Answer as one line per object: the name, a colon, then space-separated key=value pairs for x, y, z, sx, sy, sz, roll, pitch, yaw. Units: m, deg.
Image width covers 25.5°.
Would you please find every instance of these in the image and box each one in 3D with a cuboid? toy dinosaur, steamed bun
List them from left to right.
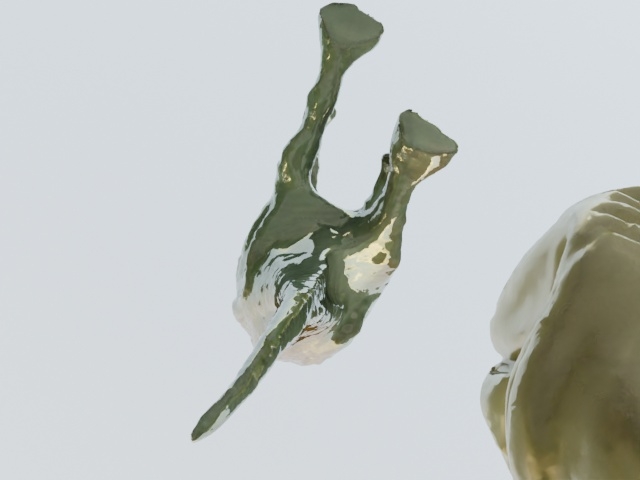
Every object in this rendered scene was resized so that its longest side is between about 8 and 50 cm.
toy dinosaur: x=0.000 y=0.000 z=0.741 sx=0.092 sy=0.205 sz=0.393 roll=21 pitch=-151 yaw=-8
steamed bun: x=0.255 y=0.129 z=0.884 sx=0.346 sy=0.237 sz=0.394 roll=35 pitch=-140 yaw=5
